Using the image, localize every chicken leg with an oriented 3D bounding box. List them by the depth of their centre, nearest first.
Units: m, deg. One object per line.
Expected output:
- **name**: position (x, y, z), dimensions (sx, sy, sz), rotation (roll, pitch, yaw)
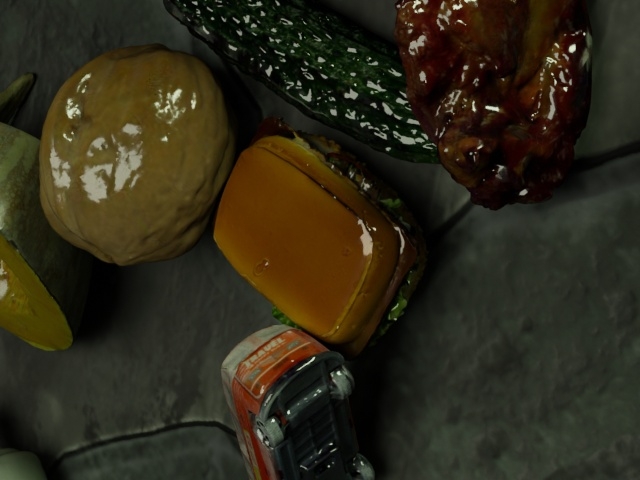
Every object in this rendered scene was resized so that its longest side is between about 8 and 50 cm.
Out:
- **chicken leg**: position (0.086, -0.216, 1.242), dimensions (0.096, 0.158, 0.407), rotation (5, 117, 51)

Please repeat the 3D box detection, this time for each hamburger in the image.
- **hamburger**: position (0.000, 0.000, 1.379), dimensions (0.166, 0.087, 0.137), rotation (44, 119, 26)

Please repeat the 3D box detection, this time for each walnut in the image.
- **walnut**: position (-0.135, -0.064, 1.435), dimensions (0.166, 0.149, 0.167), rotation (-25, 57, 47)

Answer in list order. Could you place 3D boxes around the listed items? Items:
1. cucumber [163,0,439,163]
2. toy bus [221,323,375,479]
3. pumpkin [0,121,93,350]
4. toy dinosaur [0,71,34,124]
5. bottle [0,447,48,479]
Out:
- **cucumber**: position (0.006, -0.119, 1.369), dimensions (0.265, 0.077, 0.077), rotation (35, 115, 30)
- **toy bus**: position (-0.019, 0.130, 1.371), dimensions (0.077, 0.079, 0.174), rotation (39, 154, 39)
- **pumpkin**: position (-0.249, -0.022, 1.538), dimensions (0.217, 0.217, 0.110), rotation (25, 69, 32)
- **toy dinosaur**: position (-0.399, -0.116, 1.639), dimensions (0.327, 0.206, 0.113), rotation (-8, 50, 42)
- **bottle**: position (-0.249, 0.250, 1.584), dimensions (0.104, 0.104, 0.245), rotation (-33, 76, 34)
